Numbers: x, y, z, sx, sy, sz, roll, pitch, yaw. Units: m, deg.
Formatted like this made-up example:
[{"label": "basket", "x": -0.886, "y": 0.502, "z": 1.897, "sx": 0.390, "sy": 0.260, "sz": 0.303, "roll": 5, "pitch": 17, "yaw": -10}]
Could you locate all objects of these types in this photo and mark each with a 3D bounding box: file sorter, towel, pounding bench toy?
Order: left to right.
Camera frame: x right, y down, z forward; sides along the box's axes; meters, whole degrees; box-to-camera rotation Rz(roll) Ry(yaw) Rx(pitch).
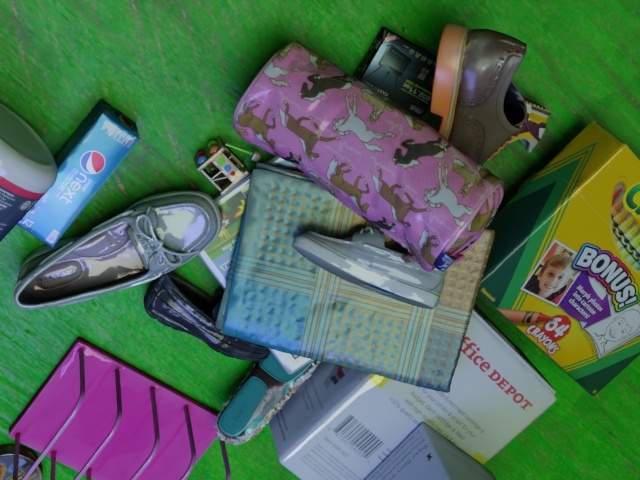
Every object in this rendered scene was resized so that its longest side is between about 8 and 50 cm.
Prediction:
[{"label": "file sorter", "x": -0.310, "y": 0.335, "z": 1.804, "sx": 0.291, "sy": 0.182, "sz": 0.202, "roll": 33, "pitch": 104, "yaw": -24}, {"label": "pounding bench toy", "x": -0.138, "y": -0.123, "z": 1.709, "sx": 0.083, "sy": 0.052, "sz": 0.065, "roll": -40, "pitch": 116, "yaw": 6}, {"label": "towel", "x": 0.049, "y": 0.058, "z": 1.725, "sx": 0.370, "sy": 0.040, "sz": 0.271, "roll": 15, "pitch": 100, "yaw": -1}]

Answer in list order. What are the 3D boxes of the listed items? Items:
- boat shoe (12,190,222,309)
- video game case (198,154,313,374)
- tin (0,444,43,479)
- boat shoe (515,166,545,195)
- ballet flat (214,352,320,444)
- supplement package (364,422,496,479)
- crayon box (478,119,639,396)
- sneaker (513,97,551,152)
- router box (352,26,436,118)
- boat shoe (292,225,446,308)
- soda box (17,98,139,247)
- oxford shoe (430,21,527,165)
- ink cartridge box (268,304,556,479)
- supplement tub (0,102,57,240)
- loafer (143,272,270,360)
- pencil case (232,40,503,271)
[{"label": "boat shoe", "x": -0.297, "y": 0.021, "z": 1.693, "sx": 0.320, "sy": 0.103, "sz": 0.118, "roll": -18, "pitch": 108, "yaw": 3}, {"label": "video game case", "x": 0.000, "y": 0.000, "z": 1.772, "sx": 0.329, "sy": 0.036, "sz": 0.300, "roll": -35, "pitch": 104, "yaw": 4}, {"label": "tin", "x": -0.534, "y": 0.405, "z": 1.867, "sx": 0.190, "sy": 0.040, "sz": 0.106, "roll": -36, "pitch": 112, "yaw": 5}, {"label": "boat shoe", "x": 0.370, "y": -0.094, "z": 1.844, "sx": 0.142, "sy": 0.040, "sz": 0.049, "roll": -42, "pitch": 116, "yaw": 7}, {"label": "ballet flat", "x": -0.078, "y": 0.232, "z": 1.866, "sx": 0.241, "sy": 0.091, "sz": 0.077, "roll": -45, "pitch": 160, "yaw": -9}, {"label": "supplement package", "x": 0.192, "y": 0.451, "z": 1.728, "sx": 0.175, "sy": 0.293, "sz": 0.177, "roll": 38, "pitch": 101, "yaw": -26}, {"label": "crayon box", "x": 0.441, "y": 0.039, "z": 1.858, "sx": 0.313, "sy": 0.106, "sz": 0.363, "roll": -44, "pitch": 124, "yaw": 9}, {"label": "sneaker", "x": 0.262, "y": -0.188, "z": 1.761, "sx": 0.186, "sy": 0.069, "sz": 0.083, "roll": 15, "pitch": 105, "yaw": -18}, {"label": "router box", "x": 0.122, "y": -0.249, "z": 1.719, "sx": 0.122, "sy": 0.038, "sz": 0.092, "roll": 25, "pitch": 107, "yaw": -22}, {"label": "boat shoe", "x": 0.074, "y": 0.025, "z": 1.669, "sx": 0.228, "sy": 0.079, "sz": 0.081, "roll": 22, "pitch": 79, "yaw": -2}, {"label": "soda box", "x": -0.351, "y": -0.097, "z": 1.661, "sx": 0.067, "sy": 0.071, "sz": 0.210, "roll": 37, "pitch": 102, "yaw": -25}, {"label": "oxford shoe", "x": 0.228, "y": -0.149, "z": 1.680, "sx": 0.133, "sy": 0.130, "sz": 0.363, "roll": 8, "pitch": 141, "yaw": 9}, {"label": "ink cartridge box", "x": 0.147, "y": 0.268, "z": 1.889, "sx": 0.385, "sy": 0.160, "sz": 0.279, "roll": -42, "pitch": 115, "yaw": 8}, {"label": "supplement tub", "x": -0.512, "y": -0.058, "z": 1.575, "sx": 0.272, "sy": 0.191, "sz": 0.191, "roll": -45, "pitch": 115, "yaw": 9}, {"label": "loafer", "x": -0.166, "y": 0.119, "z": 1.798, "sx": 0.223, "sy": 0.076, "sz": 0.078, "roll": 28, "pitch": 113, "yaw": -19}, {"label": "pencil case", "x": 0.063, "y": -0.116, "z": 1.610, "sx": 0.386, "sy": 0.160, "sz": 0.167, "roll": 37, "pitch": 78, "yaw": 11}]
